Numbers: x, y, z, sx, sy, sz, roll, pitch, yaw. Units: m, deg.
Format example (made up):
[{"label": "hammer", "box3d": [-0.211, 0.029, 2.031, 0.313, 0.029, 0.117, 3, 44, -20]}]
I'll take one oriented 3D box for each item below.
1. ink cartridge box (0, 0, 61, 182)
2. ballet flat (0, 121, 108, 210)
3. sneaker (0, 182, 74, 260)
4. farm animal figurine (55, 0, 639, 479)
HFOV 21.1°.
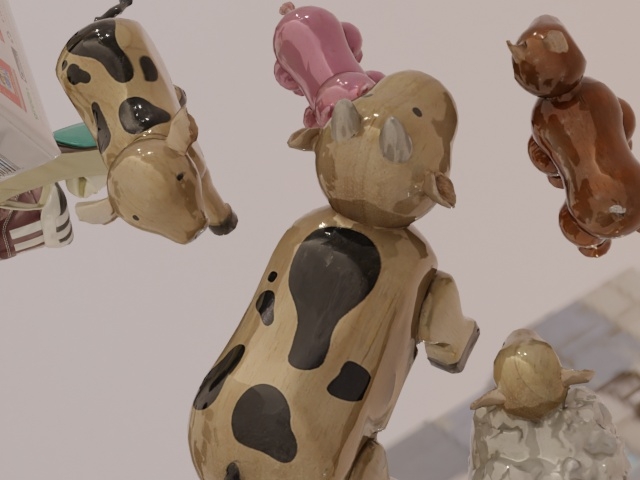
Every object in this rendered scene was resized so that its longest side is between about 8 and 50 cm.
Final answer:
[{"label": "ink cartridge box", "box3d": [-0.367, -0.219, 1.448, 0.272, 0.130, 0.310, 48, 20, -69]}, {"label": "ballet flat", "box3d": [-0.280, -0.077, 1.824, 0.086, 0.248, 0.086, 20, -64, 48]}, {"label": "sneaker", "box3d": [-0.403, -0.069, 1.965, 0.281, 0.162, 0.106, 49, -25, 46]}, {"label": "farm animal figurine", "box3d": [0.000, 0.000, 0.862, 0.330, 0.327, 0.172, 3, -20, 18]}]
